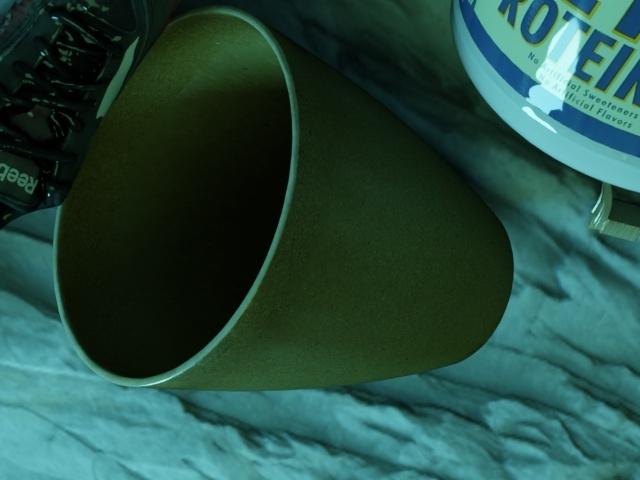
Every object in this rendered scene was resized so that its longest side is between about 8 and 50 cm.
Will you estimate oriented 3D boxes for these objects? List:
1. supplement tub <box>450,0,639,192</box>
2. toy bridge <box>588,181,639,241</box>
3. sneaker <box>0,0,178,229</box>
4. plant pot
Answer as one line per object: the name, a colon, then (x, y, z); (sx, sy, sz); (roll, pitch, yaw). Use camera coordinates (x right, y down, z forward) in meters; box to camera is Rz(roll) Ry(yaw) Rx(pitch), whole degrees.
supplement tub: (0.214, -0.206, 0.869); (0.235, 0.235, 0.325); (6, 135, -9)
toy bridge: (0.225, -0.071, 1.159); (0.063, 0.026, 0.188); (15, 134, -13)
sneaker: (-0.167, -0.094, 1.042); (0.098, 0.135, 0.276); (29, 127, -26)
plant pot: (0.000, 0.000, 1.104); (0.254, 0.237, 0.237); (17, 134, -39)
